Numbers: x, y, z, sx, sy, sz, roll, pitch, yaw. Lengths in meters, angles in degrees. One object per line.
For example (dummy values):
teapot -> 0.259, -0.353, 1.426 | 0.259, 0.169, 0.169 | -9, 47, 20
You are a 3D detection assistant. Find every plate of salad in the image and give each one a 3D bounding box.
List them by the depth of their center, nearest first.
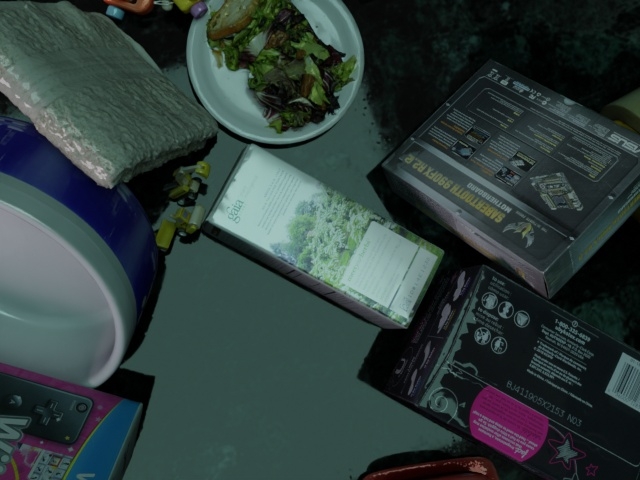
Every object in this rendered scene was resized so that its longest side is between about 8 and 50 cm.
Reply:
plate of salad -> -0.047, -0.207, 0.900 | 0.199, 0.048, 0.200 | 1, 85, -10

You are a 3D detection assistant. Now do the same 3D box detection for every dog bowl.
dog bowl -> -0.287, 0.022, 0.737 | 0.264, 0.265, 0.104 | 22, 41, -7

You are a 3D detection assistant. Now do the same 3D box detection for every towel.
towel -> -0.201, -0.144, 0.763 | 0.187, 0.282, 0.049 | 43, 107, -4

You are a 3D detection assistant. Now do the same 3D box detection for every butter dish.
butter dish -> 0.134, 0.303, 0.842 | 0.160, 0.118, 0.160 | -6, 66, -9

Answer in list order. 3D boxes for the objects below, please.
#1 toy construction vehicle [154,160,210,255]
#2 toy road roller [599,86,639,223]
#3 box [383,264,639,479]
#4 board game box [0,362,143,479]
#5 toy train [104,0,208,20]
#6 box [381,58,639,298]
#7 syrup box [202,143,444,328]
toy construction vehicle -> -0.152, -0.034, 0.851 | 0.035, 0.098, 0.086 | 30, 62, -27
toy road roller -> 0.463, -0.023, 0.919 | 0.202, 0.241, 0.329 | -28, 53, -10
box -> 0.219, 0.152, 0.869 | 0.247, 0.142, 0.163 | 29, 81, -7
board game box -> -0.333, 0.203, 0.686 | 0.303, 0.097, 0.224 | 18, 40, -3
toy train -> -0.166, -0.306, 0.870 | 0.125, 0.046, 0.166 | 24, 94, 2
box -> 0.209, -0.073, 0.862 | 0.183, 0.056, 0.231 | -45, 54, -10
syrup box -> 0.000, 0.000, 0.867 | 0.236, 0.096, 0.093 | 28, 80, -6
